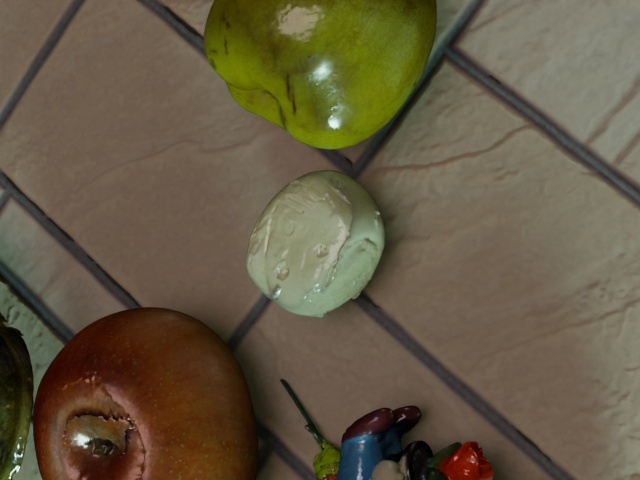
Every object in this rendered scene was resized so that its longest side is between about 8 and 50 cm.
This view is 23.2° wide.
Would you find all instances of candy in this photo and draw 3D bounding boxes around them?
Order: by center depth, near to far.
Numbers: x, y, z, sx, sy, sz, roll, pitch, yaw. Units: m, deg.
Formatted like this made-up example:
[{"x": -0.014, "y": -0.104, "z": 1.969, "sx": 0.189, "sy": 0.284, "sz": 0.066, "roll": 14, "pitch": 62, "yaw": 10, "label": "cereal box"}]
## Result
[{"x": -0.007, "y": 0.174, "z": 1.421, "sx": 0.035, "sy": 0.035, "sz": 0.123, "roll": -39, "pitch": 62, "yaw": 15, "label": "candy"}]

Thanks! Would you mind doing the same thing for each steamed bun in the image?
[{"x": 0.000, "y": 0.000, "z": 1.394, "sx": 0.112, "sy": 0.091, "sz": 0.130, "roll": 39, "pitch": 105, "yaw": 28, "label": "steamed bun"}]

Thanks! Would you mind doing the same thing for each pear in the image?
[{"x": 0.002, "y": -0.185, "z": 1.362, "sx": 0.200, "sy": 0.200, "sz": 0.200, "roll": -2, "pitch": 85, "yaw": 27, "label": "pear"}]

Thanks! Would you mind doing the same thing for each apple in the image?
[{"x": -0.163, "y": 0.180, "z": 1.415, "sx": 0.210, "sy": 0.173, "sz": 0.235, "roll": -33, "pitch": 73, "yaw": 21, "label": "apple"}]

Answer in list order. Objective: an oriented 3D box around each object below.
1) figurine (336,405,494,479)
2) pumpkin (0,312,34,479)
[{"x": 0.128, "y": 0.230, "z": 1.303, "sx": 0.234, "sy": 0.127, "sz": 0.185, "roll": -5, "pitch": 76, "yaw": 36, "label": "figurine"}, {"x": -0.433, "y": 0.119, "z": 1.488, "sx": 0.325, "sy": 0.232, "sz": 0.242, "roll": 53, "pitch": 130, "yaw": 45, "label": "pumpkin"}]
